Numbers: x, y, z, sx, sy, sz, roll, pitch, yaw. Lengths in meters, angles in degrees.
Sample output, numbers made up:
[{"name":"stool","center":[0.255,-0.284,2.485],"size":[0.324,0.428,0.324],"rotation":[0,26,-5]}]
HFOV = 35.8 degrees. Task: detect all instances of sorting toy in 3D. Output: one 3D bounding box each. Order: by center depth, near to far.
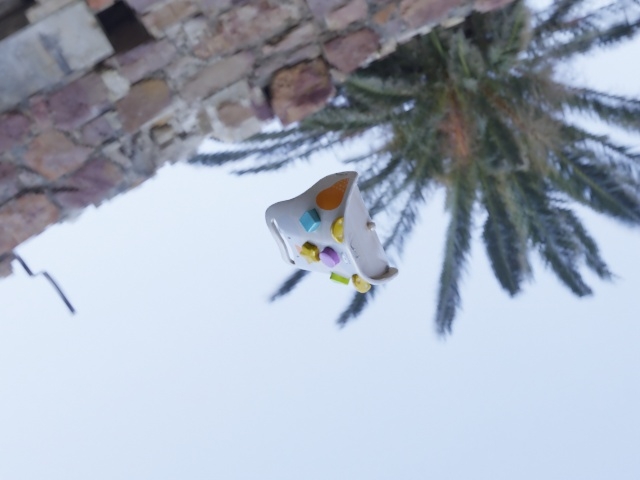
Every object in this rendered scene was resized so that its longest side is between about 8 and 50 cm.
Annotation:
[{"name":"sorting toy","center":[0.000,0.000,0.653],"size":[0.075,0.083,0.045],"rotation":[2,-140,38]}]
